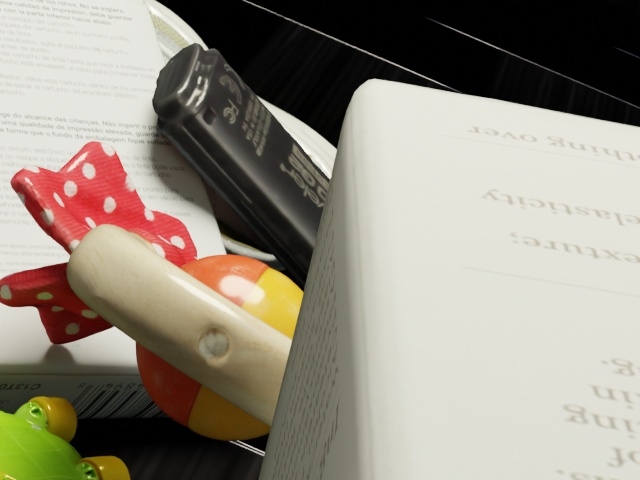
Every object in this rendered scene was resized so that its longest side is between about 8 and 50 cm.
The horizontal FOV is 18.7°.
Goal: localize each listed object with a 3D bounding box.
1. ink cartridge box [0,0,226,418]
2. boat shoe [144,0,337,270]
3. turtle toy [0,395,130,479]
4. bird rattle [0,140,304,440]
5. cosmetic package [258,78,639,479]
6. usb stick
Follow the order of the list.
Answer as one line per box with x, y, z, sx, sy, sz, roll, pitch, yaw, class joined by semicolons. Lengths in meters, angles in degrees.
-0.218;-0.057;1.055;0.324;0.071;0.330;3;55;-38;ink cartridge box
-0.120;-0.082;1.317;0.320;0.118;0.103;37;21;16;boat shoe
-0.139;0.124;0.887;0.095;0.066;0.130;0;31;-43;turtle toy
-0.040;0.038;0.885;0.253;0.143;0.207;41;-4;5;bird rattle
0.136;0.185;0.617;0.329;0.327;0.393;12;23;-4;cosmetic package
0.000;0.000;1.156;0.278;0.045;0.077;49;31;-26;usb stick
